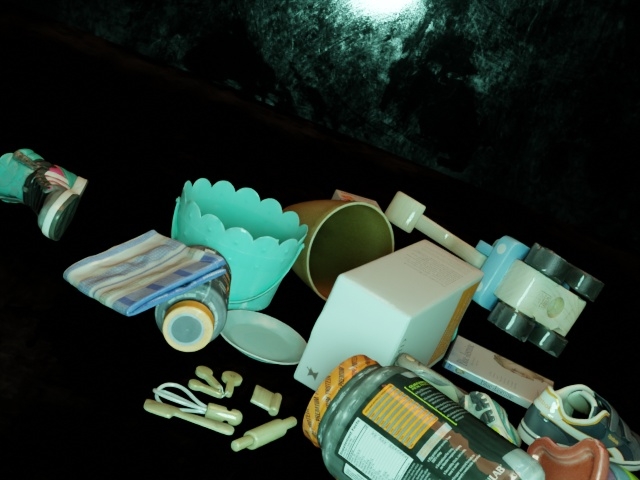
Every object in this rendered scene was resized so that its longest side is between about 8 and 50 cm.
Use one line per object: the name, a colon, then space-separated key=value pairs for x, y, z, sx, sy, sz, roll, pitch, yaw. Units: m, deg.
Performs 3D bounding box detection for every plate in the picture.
plate: x=-0.112 y=0.191 z=1.778 sx=0.188 sy=0.024 sz=0.188 roll=19 pitch=19 yaw=-7

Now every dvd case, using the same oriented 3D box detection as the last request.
dvd case: x=0.399 y=0.297 z=2.073 sx=0.253 sy=0.022 sz=0.180 roll=25 pitch=19 yaw=9

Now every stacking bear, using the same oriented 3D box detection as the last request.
stacking bear: x=0.497 y=0.452 z=1.558 sx=0.289 sy=0.164 sz=0.175 roll=26 pitch=-21 yaw=-24

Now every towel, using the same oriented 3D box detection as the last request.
towel: x=-0.319 y=0.052 z=1.665 sx=0.209 sy=0.034 sz=0.285 roll=-26 pitch=25 yaw=-29

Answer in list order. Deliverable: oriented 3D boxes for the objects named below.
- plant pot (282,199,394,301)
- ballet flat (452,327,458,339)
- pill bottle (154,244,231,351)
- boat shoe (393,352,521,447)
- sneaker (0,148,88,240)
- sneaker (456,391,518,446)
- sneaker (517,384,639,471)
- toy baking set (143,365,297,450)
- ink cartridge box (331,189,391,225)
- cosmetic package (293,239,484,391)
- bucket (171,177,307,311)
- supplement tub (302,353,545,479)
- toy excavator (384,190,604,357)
plant pot: x=0.000 y=0.000 z=2.169 sx=0.237 sy=0.237 sz=0.254 roll=8 pitch=10 yaw=-37
ballet flat: x=0.283 y=0.177 z=2.183 sx=0.096 sy=0.095 sz=0.280 roll=16 pitch=7 yaw=10
pill bottle: x=-0.232 y=0.110 z=1.699 sx=0.130 sy=0.130 sz=0.246 roll=19 pitch=19 yaw=-10
boat shoe: x=0.231 y=0.321 z=1.681 sx=0.324 sy=0.116 sz=0.123 roll=35 pitch=-4 yaw=-26
sneaker: x=-0.579 y=-0.102 z=1.883 sx=0.178 sy=0.124 sz=0.295 roll=24 pitch=10 yaw=-12
sneaker: x=0.305 y=0.375 z=1.533 sx=0.110 sy=0.107 sz=0.275 roll=30 pitch=37 yaw=-39
sneaker: x=0.559 y=0.377 z=1.882 sx=0.321 sy=0.127 sz=0.126 roll=15 pitch=19 yaw=-26
toy baking set: x=-0.160 y=0.274 z=1.496 sx=0.196 sy=0.030 sz=0.256 roll=27 pitch=19 yaw=23
ink cartridge box: x=0.090 y=-0.036 z=2.468 sx=0.128 sy=0.127 sz=0.176 roll=16 pitch=19 yaw=-18
cosmetic package: x=0.151 y=0.159 z=1.846 sx=0.161 sy=0.230 sz=0.453 roll=30 pitch=21 yaw=20
bucket: x=-0.184 y=0.011 z=1.942 sx=0.281 sy=0.183 sz=0.281 roll=20 pitch=19 yaw=-7
supplement tub: x=0.148 y=0.330 z=1.408 sx=0.338 sy=0.207 sz=0.207 roll=34 pitch=22 yaw=30
toy excavator: x=0.412 y=0.061 z=2.350 sx=0.433 sy=0.222 sz=0.445 roll=27 pitch=5 yaw=-38
